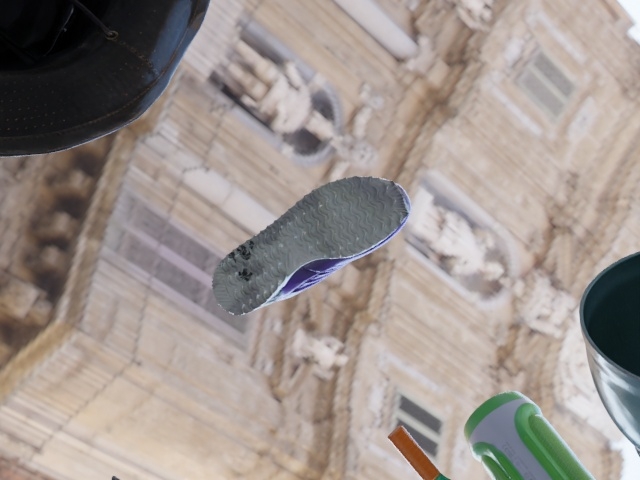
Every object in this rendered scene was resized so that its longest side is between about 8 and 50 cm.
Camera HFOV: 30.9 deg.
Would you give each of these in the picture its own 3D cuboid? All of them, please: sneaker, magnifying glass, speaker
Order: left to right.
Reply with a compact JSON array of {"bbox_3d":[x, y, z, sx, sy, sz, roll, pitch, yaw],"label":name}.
[{"bbox_3d":[-0.001,-0.001,1.559,0.293,0.146,0.102,-28,-98,20],"label":"sneaker"},{"bbox_3d":[0.181,0.369,1.706,0.092,0.231,0.026,-41,-174,-25],"label":"magnifying glass"},{"bbox_3d":[0.330,0.357,1.659,0.131,0.131,0.296,-46,-127,12],"label":"speaker"}]

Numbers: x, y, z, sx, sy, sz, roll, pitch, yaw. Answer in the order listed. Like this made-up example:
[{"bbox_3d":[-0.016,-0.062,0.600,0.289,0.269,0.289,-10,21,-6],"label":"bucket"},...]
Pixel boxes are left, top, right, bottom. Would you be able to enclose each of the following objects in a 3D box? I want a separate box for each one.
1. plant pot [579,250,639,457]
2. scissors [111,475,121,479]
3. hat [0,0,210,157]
[{"bbox_3d":[0.446,0.159,1.323,0.293,0.196,0.293,-6,-148,4],"label":"plant pot"},{"bbox_3d":[-0.168,0.315,1.279,0.109,0.021,0.297,-49,-149,6],"label":"scissors"},{"bbox_3d":[-0.248,-0.183,0.843,0.134,0.331,0.331,-38,-147,52],"label":"hat"}]
